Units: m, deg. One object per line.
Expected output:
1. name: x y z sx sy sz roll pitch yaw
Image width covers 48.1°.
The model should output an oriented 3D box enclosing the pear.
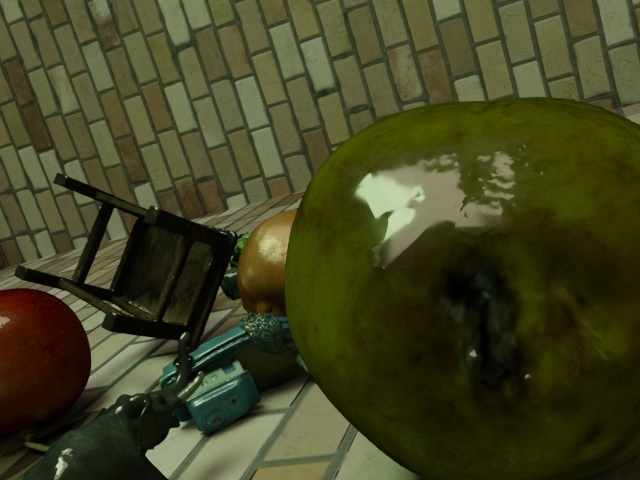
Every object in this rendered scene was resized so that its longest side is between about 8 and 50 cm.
1. pear: 0.147 0.036 0.612 0.352 0.352 0.413 -13 17 21

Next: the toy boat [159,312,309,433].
1. toy boat: -0.083 0.164 0.926 0.238 0.109 0.098 -24 33 -17

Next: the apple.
1. apple: -0.460 0.182 1.082 0.218 0.218 0.201 -7 2 41

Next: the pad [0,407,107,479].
1. pad: -0.413 0.315 0.921 0.330 0.004 0.220 -23 13 -25

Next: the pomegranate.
1. pomegranate: -0.022 0.057 1.078 0.209 0.209 0.209 -17 12 4

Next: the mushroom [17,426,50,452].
1. mushroom: -0.328 0.272 0.938 0.286 0.028 0.026 -5 -25 44

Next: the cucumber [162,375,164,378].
1. cucumber: -0.158 0.188 1.059 0.155 0.037 0.037 -19 12 1

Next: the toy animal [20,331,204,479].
1. toy animal: -0.188 0.221 0.715 0.082 0.137 0.269 -12 21 39

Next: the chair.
1. chair: -0.256 0.057 1.231 0.240 0.203 0.416 17 -5 31

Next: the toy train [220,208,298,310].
1. toy train: -0.042 0.045 1.281 0.272 0.159 0.188 -21 21 -22
